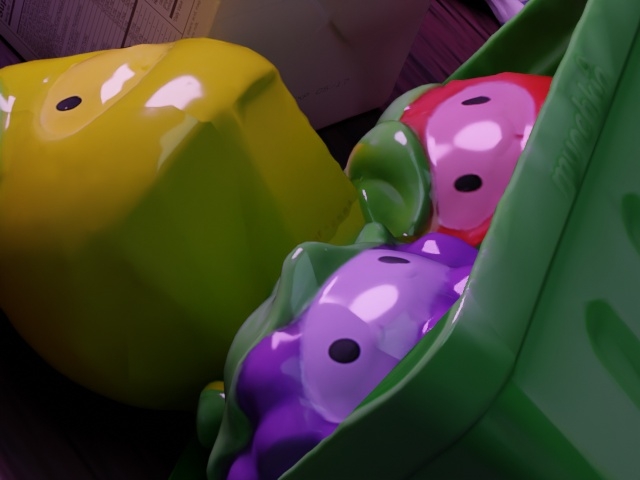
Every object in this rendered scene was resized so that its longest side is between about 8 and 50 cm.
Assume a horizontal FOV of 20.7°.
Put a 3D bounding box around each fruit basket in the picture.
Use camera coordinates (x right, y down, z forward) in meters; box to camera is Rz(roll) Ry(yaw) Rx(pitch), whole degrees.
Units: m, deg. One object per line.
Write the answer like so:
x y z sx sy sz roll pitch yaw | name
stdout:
0.000 0.000 0.808 0.392 0.283 0.392 25 43 -26 | fruit basket

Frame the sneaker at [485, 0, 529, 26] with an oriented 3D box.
0.164 -0.209 1.202 0.296 0.131 0.112 28 38 2 | sneaker

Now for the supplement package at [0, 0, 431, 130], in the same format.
-0.081 -0.207 1.020 0.199 0.198 0.263 -23 59 -42 | supplement package
